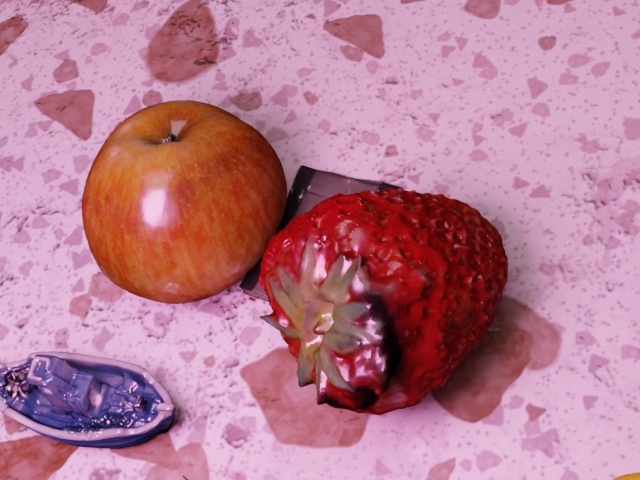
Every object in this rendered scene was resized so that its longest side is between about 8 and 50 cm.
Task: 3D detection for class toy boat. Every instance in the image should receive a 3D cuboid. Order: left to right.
[{"bbox_3d":[-0.334,0.212,1.830,0.309,0.142,0.129,7,61,21],"label":"toy boat"}]

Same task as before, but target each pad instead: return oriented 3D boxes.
[{"bbox_3d":[0.000,0.000,1.929,0.174,0.022,0.233,13,64,24],"label":"pad"}]

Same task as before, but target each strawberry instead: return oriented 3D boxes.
[{"bbox_3d":[0.082,0.077,1.739,0.292,0.310,0.291,0,90,37],"label":"strawberry"}]

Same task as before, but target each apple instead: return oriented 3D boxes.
[{"bbox_3d":[-0.199,-0.069,1.885,0.278,0.250,0.309,-9,54,19],"label":"apple"}]

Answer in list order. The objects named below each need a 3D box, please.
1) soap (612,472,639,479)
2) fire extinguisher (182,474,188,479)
[{"bbox_3d":[0.390,0.358,1.594,0.089,0.033,0.168,-11,58,13],"label":"soap"},{"bbox_3d":[-0.224,0.461,1.674,0.138,0.102,0.344,18,67,27],"label":"fire extinguisher"}]
